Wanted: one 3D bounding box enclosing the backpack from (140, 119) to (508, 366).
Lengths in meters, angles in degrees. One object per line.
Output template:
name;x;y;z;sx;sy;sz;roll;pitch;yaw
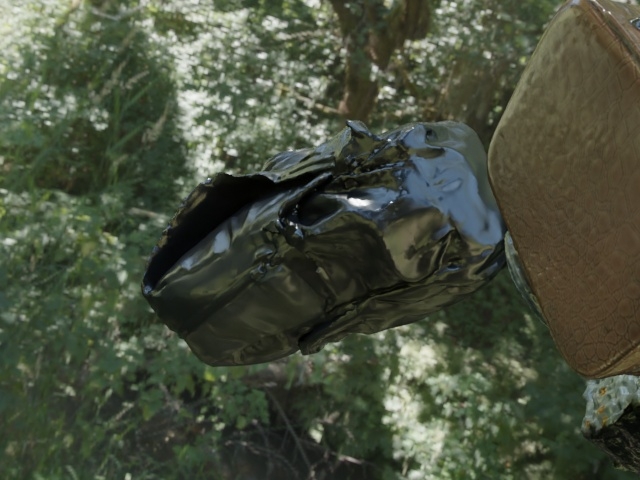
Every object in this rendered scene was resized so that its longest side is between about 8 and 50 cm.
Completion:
backpack;0.000;0.000;0.899;0.446;0.254;0.363;-26;0;18

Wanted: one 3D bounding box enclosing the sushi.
sushi;0.356;0.145;0.701;0.126;0.225;0.136;40;49;-8

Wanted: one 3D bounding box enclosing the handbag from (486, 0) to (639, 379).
handbag;0.161;-0.026;0.397;0.072;0.151;0.193;3;49;-19
